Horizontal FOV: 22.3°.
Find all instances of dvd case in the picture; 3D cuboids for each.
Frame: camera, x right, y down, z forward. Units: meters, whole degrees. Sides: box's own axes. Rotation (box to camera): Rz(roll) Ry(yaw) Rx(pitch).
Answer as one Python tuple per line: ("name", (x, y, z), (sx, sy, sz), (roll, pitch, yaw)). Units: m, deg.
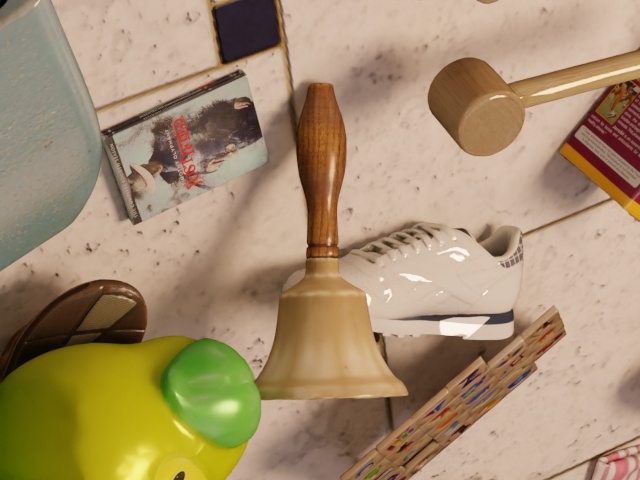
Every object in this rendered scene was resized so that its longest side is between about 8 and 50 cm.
("dvd case", (-0.101, -0.070, 1.230), (0.119, 0.013, 0.087), (-24, 131, -13))

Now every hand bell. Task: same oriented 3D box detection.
("hand bell", (0.000, 0.000, 1.244), (0.126, 0.126, 0.242), (0, 86, -31))

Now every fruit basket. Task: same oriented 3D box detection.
("fruit basket", (-0.217, 0.208, 1.149), (0.392, 0.283, 0.392), (0, 142, 0))

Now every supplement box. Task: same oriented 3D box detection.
("supplement box", (0.310, -0.109, 1.388), (0.081, 0.104, 0.188), (29, 104, -42))

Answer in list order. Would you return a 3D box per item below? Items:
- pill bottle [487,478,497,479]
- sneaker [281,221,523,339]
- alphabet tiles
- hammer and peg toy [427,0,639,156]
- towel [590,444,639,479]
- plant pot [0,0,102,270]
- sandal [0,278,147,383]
("pill bottle", (0.127, 0.279, 1.579), (0.120, 0.067, 0.067), (-25, 131, -14))
("sneaker", (0.071, 0.028, 1.368), (0.235, 0.090, 0.094), (1, 108, -36))
("alphabet tiles", (0.127, 0.148, 1.463), (0.237, 0.009, 0.198), (-41, 161, 0))
("hammer and peg toy", (0.182, -0.254, 1.194), (0.266, 0.127, 0.361), (-9, 127, -28))
("towel", (0.365, 0.272, 1.744), (0.197, 0.029, 0.144), (-11, 126, -25))
("plant pot", (-0.274, -0.080, 0.973), (0.247, 0.248, 0.252), (-34, 149, -6))
("sandal", (-0.211, 0.101, 1.261), (0.090, 0.060, 0.219), (11, 130, -30))
